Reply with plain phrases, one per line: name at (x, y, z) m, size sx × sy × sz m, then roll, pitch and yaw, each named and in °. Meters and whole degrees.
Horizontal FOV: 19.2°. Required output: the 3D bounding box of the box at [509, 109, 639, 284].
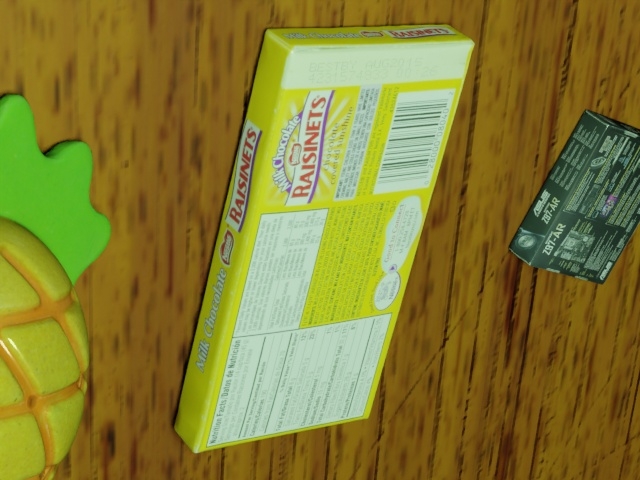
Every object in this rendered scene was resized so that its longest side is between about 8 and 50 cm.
box at (0.142, -0.021, 0.980) m, size 0.067 × 0.018 × 0.083 m, roll 13°, pitch 110°, yaw -45°

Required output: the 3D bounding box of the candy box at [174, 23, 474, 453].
candy box at (0.000, 0.000, 0.868) m, size 0.105 × 0.027 × 0.206 m, roll -5°, pitch 122°, yaw -35°

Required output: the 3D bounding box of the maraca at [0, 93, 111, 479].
maraca at (-0.137, 0.036, 0.732) m, size 0.127 × 0.099 × 0.186 m, roll 40°, pitch 64°, yaw -54°
